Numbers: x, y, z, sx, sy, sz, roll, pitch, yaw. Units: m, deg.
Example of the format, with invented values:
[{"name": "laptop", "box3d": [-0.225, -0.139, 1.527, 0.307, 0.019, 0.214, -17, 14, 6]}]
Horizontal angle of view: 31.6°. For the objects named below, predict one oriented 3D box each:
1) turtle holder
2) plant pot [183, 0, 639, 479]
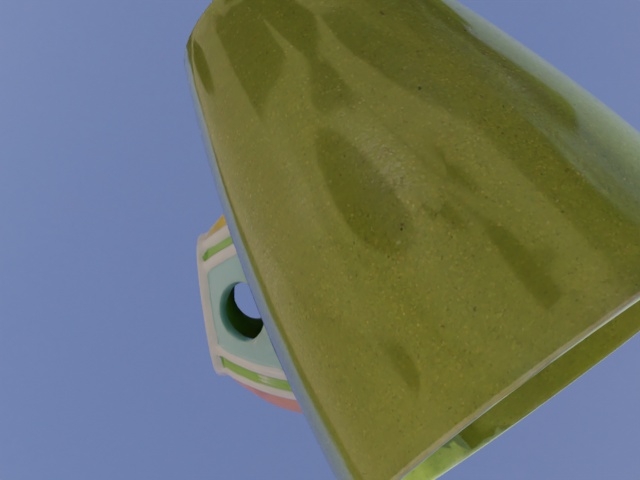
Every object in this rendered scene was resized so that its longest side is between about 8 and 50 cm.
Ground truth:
[{"name": "turtle holder", "box3d": [0.002, 0.014, 1.046, 0.243, 0.227, 0.320, -95, 177, -63]}, {"name": "plant pot", "box3d": [0.051, -0.032, 0.689, 0.294, 0.274, 0.275, 54, -54, 16]}]
